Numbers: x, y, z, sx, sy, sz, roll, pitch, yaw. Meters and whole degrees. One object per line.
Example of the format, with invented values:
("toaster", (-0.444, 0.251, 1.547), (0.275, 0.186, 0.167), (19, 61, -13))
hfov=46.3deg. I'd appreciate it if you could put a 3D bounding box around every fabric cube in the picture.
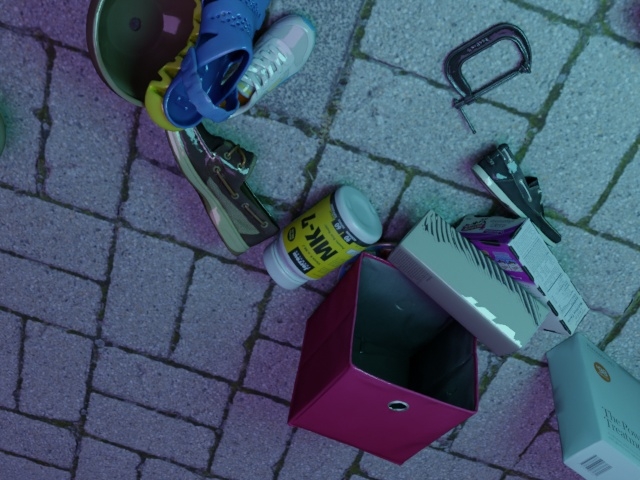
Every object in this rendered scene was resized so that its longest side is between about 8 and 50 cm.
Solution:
("fabric cube", (0.117, 0.227, 1.401), (0.254, 0.259, 0.258), (23, 136, -15))

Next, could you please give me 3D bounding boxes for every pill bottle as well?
("pill bottle", (0.000, 0.000, 1.385), (0.208, 0.119, 0.119), (-35, 112, 28))

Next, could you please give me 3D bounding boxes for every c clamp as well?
("c clamp", (0.276, -0.270, 1.220), (0.160, 0.022, 0.137), (-33, 108, 28))

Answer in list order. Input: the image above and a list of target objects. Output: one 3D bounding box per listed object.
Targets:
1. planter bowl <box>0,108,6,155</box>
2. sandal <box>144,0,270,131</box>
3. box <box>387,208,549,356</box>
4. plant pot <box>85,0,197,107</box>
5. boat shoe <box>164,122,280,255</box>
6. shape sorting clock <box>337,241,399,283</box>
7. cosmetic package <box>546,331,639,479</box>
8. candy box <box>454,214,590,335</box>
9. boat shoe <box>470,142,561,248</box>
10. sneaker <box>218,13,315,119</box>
("planter bowl", (-0.641, -0.203, 1.355), (0.162, 0.109, 0.162), (4, 124, 6))
("sandal", (-0.141, -0.299, 1.135), (0.126, 0.138, 0.317), (19, 97, -45))
("box", (0.257, 0.077, 1.327), (0.275, 0.094, 0.113), (41, 163, 3))
("plant pot", (-0.269, -0.333, 1.177), (0.109, 0.237, 0.237), (29, 137, 41))
("boat shoe", (-0.171, -0.131, 1.335), (0.123, 0.123, 0.342), (-22, 118, 5))
("shape sorting clock", (0.135, 0.087, 1.471), (0.206, 0.040, 0.206), (4, 124, 6))
("cosmetic package", (0.613, 0.393, 1.456), (0.377, 0.284, 0.097), (37, 120, -16))
("candy box", (0.356, 0.060, 1.349), (0.233, 0.071, 0.159), (51, 159, -23))
("boat shoe", (0.360, -0.071, 1.306), (0.079, 0.084, 0.233), (-45, 115, 4))
("sneaker", (-0.097, -0.276, 1.230), (0.228, 0.092, 0.087), (-38, 110, 27))
